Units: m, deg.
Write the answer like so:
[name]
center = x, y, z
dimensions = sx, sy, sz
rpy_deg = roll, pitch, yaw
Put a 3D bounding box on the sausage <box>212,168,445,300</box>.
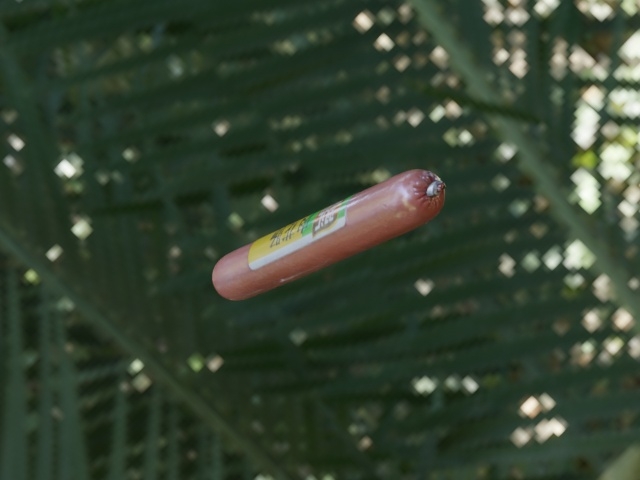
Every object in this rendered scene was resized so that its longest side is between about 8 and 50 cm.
[sausage]
center = 0.000, 0.000, 1.032
dimensions = 0.029, 0.029, 0.223
rpy_deg = -42, 10, -34
